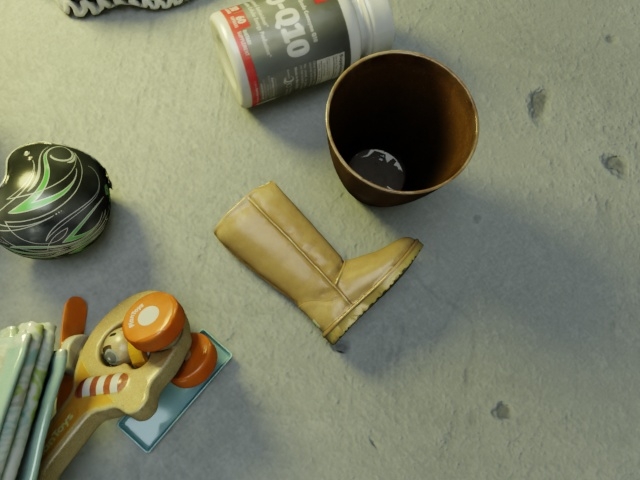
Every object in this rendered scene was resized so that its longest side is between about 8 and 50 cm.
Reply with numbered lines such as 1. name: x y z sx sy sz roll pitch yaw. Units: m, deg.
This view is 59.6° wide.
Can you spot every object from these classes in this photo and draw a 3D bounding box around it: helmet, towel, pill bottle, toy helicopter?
1. helmet: -0.411 -0.050 0.850 0.169 0.169 0.162 5 59 -4
2. towel: -0.496 0.293 0.700 0.320 0.090 0.375 -10 56 21
3. pill bottle: -0.030 -0.347 0.955 0.283 0.161 0.161 -22 79 -10
4. toy helicopter: -0.332 0.216 0.788 0.234 0.140 0.355 15 58 31

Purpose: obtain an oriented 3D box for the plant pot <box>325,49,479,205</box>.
1. plant pot: 0.106 -0.140 0.880 0.215 0.230 0.216 1 77 -4

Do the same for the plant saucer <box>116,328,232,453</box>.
1. plant saucer: -0.224 0.231 0.870 0.067 0.018 0.192 40 77 5

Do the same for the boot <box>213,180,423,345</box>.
1. boot: 0.000 0.000 0.911 0.236 0.089 0.269 -43 82 -13

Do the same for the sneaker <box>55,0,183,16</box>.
1. sneaker: -0.336 -0.480 0.987 0.292 0.118 0.110 -15 76 -10
